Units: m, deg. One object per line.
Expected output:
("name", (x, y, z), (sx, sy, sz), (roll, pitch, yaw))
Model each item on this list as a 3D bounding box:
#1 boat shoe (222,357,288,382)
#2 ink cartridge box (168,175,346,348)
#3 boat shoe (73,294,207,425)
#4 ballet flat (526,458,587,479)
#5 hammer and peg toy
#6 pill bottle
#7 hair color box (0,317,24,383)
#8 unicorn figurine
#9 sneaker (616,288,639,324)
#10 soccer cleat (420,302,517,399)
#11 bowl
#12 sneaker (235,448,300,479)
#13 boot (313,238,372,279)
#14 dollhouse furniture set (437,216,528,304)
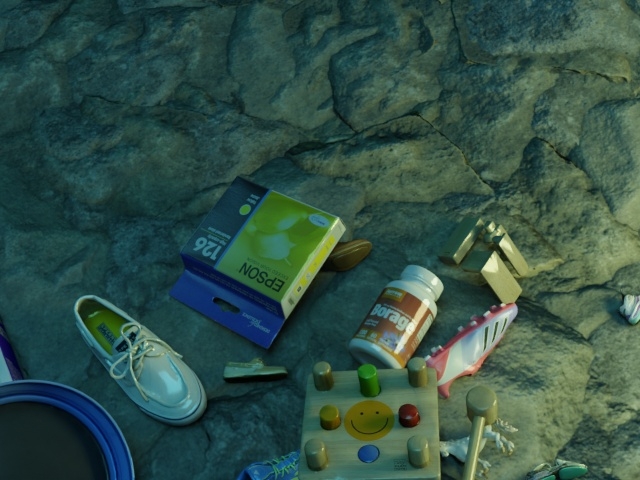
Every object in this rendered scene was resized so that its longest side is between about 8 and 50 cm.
("boat shoe", (-0.134, 0.263, 1.879), (0.135, 0.050, 0.045), (-3, 64, 7))
("ink cartridge box", (-0.149, 0.034, 1.967), (0.303, 0.072, 0.307), (24, 69, 32))
("boat shoe", (-0.381, 0.227, 1.876), (0.136, 0.156, 0.367), (-41, 61, -16))
("ballet flat", (0.434, 0.426, 1.699), (0.114, 0.041, 0.041), (-16, 58, -2))
("hammer and peg toy", (0.144, 0.339, 1.677), (0.361, 0.127, 0.266), (-3, 40, 9))
("pill bottle", (0.159, 0.160, 1.855), (0.121, 0.121, 0.216), (24, 65, 22))
("hair color box", (-0.729, 0.294, 1.919), (0.185, 0.110, 0.339), (-28, 60, -7))
("unicorn figurine", (0.287, 0.391, 1.735), (0.161, 0.060, 0.111), (-33, 49, -21))
("sneaker", (0.639, 0.117, 1.856), (0.098, 0.038, 0.069), (-41, 62, -17))
("soccer cleat", (0.305, 0.215, 1.835), (0.248, 0.083, 0.095), (-33, 89, -17))
("bowl", (-0.543, 0.456, 1.697), (0.391, 0.077, 0.391), (11, 65, -24))
("sneaker", (-0.073, 0.446, 1.712), (0.240, 0.126, 0.091), (-34, 60, -12))
("boot", (0.000, 0.000, 2.010), (0.197, 0.073, 0.152), (-20, 54, -7))
("dollhouse furniture set", (0.352, 0.047, 1.951), (0.151, 0.123, 0.144), (6, 52, 54))
